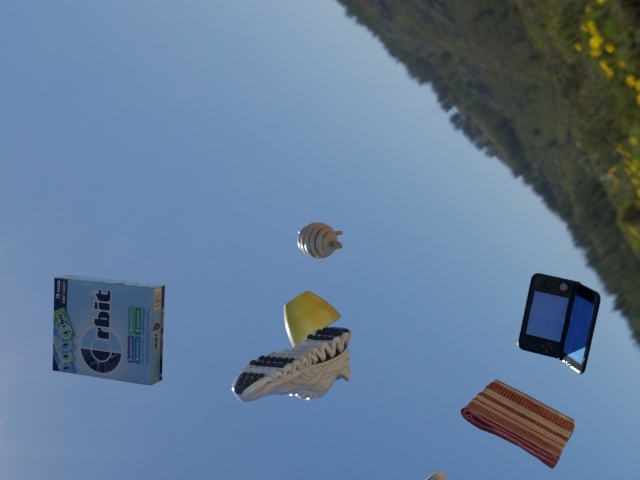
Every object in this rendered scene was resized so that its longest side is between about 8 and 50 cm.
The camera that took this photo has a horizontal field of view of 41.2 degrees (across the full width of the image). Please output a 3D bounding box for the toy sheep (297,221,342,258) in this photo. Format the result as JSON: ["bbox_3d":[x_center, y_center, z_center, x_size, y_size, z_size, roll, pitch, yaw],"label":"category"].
[{"bbox_3d":[0.000,0.000,1.917,0.132,0.091,0.091,2,158,46],"label":"toy sheep"}]

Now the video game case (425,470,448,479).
[{"bbox_3d":[0.185,0.530,1.382,0.026,0.206,0.227,20,-152,-53],"label":"video game case"}]

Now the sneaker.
[{"bbox_3d":[-0.041,0.262,1.646,0.292,0.110,0.118,-18,-76,-41],"label":"sneaker"}]

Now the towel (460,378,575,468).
[{"bbox_3d":[0.479,0.428,2.035,0.237,0.037,0.329,28,-167,20],"label":"towel"}]

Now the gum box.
[{"bbox_3d":[-0.342,0.142,1.368,0.184,0.157,0.041,5,-173,19],"label":"gum box"}]

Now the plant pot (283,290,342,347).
[{"bbox_3d":[-0.031,0.173,1.976,0.095,0.134,0.134,58,-162,5],"label":"plant pot"}]

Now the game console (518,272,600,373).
[{"bbox_3d":[0.410,0.141,1.470,0.124,0.144,0.085,13,-170,18],"label":"game console"}]
